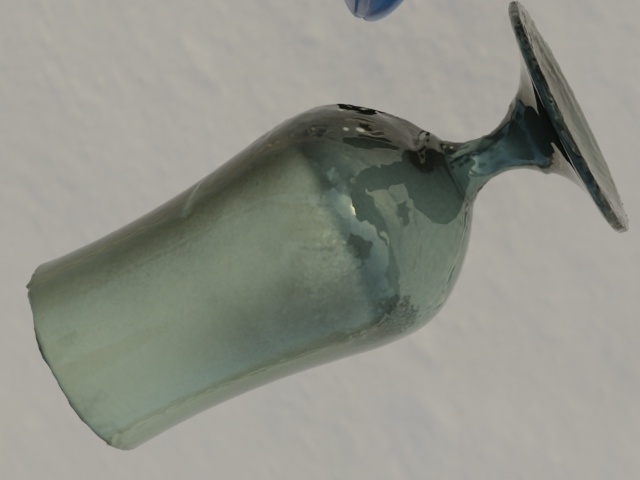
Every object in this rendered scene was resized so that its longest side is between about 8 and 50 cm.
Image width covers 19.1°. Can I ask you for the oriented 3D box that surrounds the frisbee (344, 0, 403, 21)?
[{"bbox_3d":[0.045,-0.270,1.291,0.242,0.045,0.242,-171,90,-75],"label":"frisbee"}]

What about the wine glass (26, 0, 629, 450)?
[{"bbox_3d":[0.000,0.000,0.770,0.231,0.103,0.103,-27,95,14],"label":"wine glass"}]
